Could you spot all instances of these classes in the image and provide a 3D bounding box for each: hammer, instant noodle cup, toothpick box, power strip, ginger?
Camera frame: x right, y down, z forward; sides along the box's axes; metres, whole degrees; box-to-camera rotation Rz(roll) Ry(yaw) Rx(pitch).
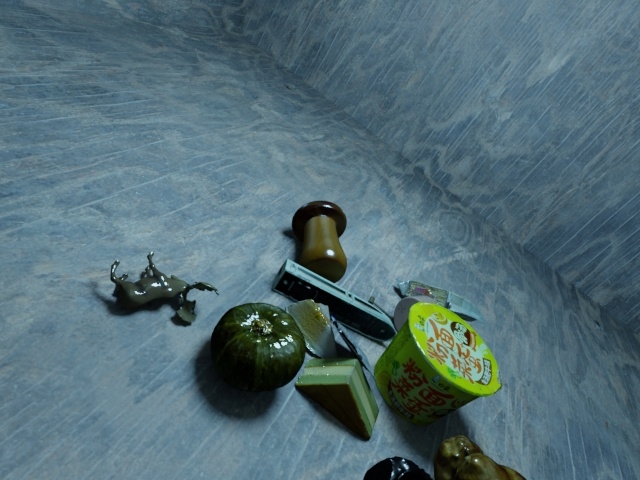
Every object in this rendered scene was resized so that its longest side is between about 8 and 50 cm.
[{"bbox_3d":[0.208,0.237,1.541,0.110,0.019,0.035,41,30,-1],"label":"hammer"},{"bbox_3d":[0.311,0.358,1.263,0.312,0.221,0.311,25,32,-17],"label":"instant noodle cup"},{"bbox_3d":[0.000,0.000,1.505,0.192,0.192,0.294,22,39,-23],"label":"toothpick box"},{"bbox_3d":[0.320,0.256,1.488,0.078,0.154,0.154,2,44,-40],"label":"power strip"},{"bbox_3d":[0.415,0.620,1.037,0.418,0.176,0.254,47,-16,-7],"label":"ginger"}]

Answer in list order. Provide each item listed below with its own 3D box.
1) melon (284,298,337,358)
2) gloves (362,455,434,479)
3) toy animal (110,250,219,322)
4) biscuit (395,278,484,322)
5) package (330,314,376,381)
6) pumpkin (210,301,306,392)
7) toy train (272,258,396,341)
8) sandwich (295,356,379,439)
[{"bbox_3d":[0.001,0.237,1.260,0.202,0.093,0.139,50,21,12],"label":"melon"},{"bbox_3d":[0.191,0.563,0.961,0.203,0.124,0.164,53,51,-11],"label":"gloves"},{"bbox_3d":[-0.370,0.117,1.064,0.186,0.093,0.214,43,38,22],"label":"toy animal"},{"bbox_3d":[0.418,0.210,1.594,0.186,0.079,0.309,28,-7,-26],"label":"biscuit"},{"bbox_3d":[0.086,0.285,1.218,0.171,0.027,0.173,53,-4,-7],"label":"package"},{"bbox_3d":[-0.143,0.244,1.033,0.224,0.157,0.223,11,37,-8],"label":"pumpkin"},{"bbox_3d":[0.052,0.190,1.382,0.407,0.086,0.088,29,25,-12],"label":"toy train"},{"bbox_3d":[0.047,0.401,1.144,0.187,0.144,0.117,69,27,-14],"label":"sandwich"}]
